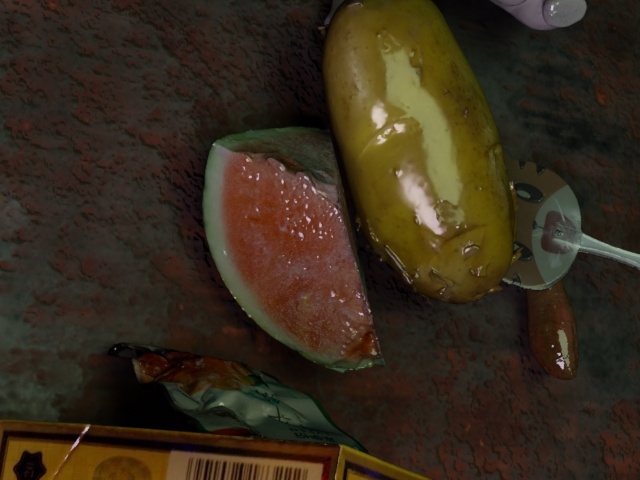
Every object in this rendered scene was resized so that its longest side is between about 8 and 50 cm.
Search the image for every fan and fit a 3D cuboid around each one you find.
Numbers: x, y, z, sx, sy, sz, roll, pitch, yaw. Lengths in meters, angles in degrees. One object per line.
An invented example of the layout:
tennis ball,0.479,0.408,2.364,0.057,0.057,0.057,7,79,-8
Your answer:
fan,0.233,-0.005,1.816,0.226,0.008,0.152,19,61,-9

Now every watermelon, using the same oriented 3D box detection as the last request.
watermelon,-0.011,-0.001,1.645,0.146,0.128,0.231,-44,120,-66

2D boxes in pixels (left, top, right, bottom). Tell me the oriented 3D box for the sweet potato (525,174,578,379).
sweet potato,0.225,0.037,1.823,0.050,0.050,0.214,11,65,-33

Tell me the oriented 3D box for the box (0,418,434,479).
box,-0.075,0.197,1.375,0.193,0.301,0.084,31,64,-56

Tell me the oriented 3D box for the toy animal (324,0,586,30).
toy animal,0.140,-0.293,1.790,0.325,0.154,0.208,-13,107,-16

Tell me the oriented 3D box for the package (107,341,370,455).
package,-0.068,0.127,1.495,0.166,0.232,0.040,13,98,-28

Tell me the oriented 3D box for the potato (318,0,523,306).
potato,0.091,-0.086,1.690,0.173,0.140,0.300,-29,100,-63
